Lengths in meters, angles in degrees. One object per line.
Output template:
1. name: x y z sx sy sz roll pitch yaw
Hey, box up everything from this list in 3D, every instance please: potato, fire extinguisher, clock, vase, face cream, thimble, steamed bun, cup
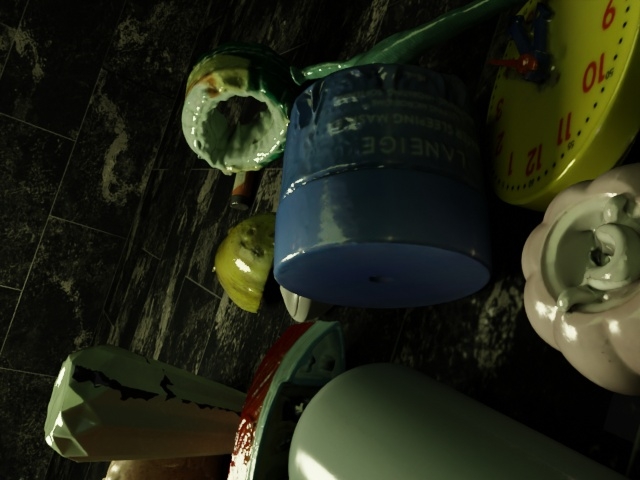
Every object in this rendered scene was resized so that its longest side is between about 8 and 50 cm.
1. potato: -0.140 0.034 1.029 0.272 0.111 0.160 115 169 -65
2. fire extinguisher: -0.186 -0.165 1.375 0.062 0.050 0.178 132 148 -67
3. clock: 0.233 -0.174 0.554 0.277 0.071 0.294 120 160 -70
4. vase: -0.214 0.265 0.844 0.165 0.359 0.165 -36 45 45
5. face cream: 0.071 -0.055 0.660 0.249 0.248 0.225 -28 55 50
6. thimble: -0.176 -0.287 1.229 0.288 0.253 0.168 122 154 -45
7. steamed bun: -0.270 0.410 1.025 0.301 0.199 0.252 123 170 -65
8. cup: 0.106 0.239 0.483 0.312 0.205 0.206 14 85 62

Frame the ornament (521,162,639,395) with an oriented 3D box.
1. ornament: 0.242 0.028 0.422 0.177 0.177 0.178 -37 43 45

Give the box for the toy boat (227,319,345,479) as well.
1. toy boat: -0.028 0.272 0.765 0.133 0.145 0.332 7 80 37

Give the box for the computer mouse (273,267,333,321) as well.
1. computer mouse: 0.000 0.000 0.894 0.297 0.121 0.184 -46 38 34

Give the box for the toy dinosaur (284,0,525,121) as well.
1. toy dinosaur: 0.139 -0.221 0.771 0.330 0.383 0.130 -14 82 20
